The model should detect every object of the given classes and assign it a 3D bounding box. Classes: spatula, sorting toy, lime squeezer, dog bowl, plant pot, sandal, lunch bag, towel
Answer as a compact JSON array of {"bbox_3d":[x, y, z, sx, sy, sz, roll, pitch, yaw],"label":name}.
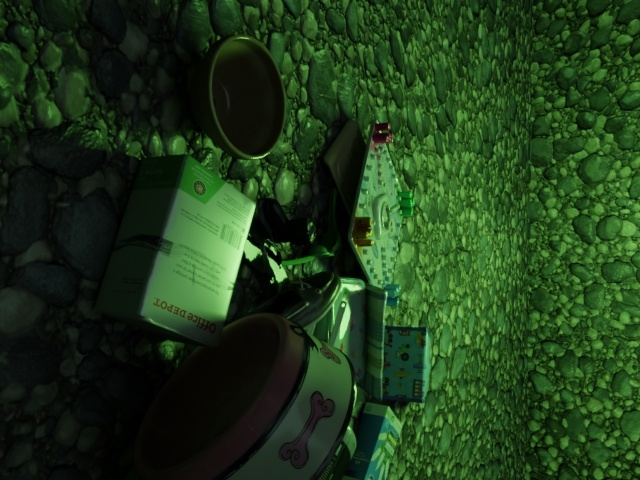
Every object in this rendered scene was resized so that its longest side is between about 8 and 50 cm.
[{"bbox_3d":[-0.036,0.237,1.504,0.019,0.168,0.242,155,-48,-78],"label":"spatula"},{"bbox_3d":[0.083,-0.191,1.786,0.208,0.038,0.193,61,43,-32],"label":"sorting toy"},{"bbox_3d":[0.000,0.000,1.635,0.310,0.058,0.110,-54,134,-42],"label":"lime squeezer"},{"bbox_3d":[-0.144,0.294,1.124,0.150,0.408,0.408,49,48,-21],"label":"dog bowl"},{"bbox_3d":[-0.177,-0.274,1.295,0.237,0.109,0.238,0,90,-57],"label":"plant pot"},{"bbox_3d":[-0.113,0.045,1.456,0.097,0.054,0.255,-62,139,-36],"label":"sandal"},{"bbox_3d":[0.032,0.229,1.644,0.224,0.107,0.279,5,87,-59],"label":"lunch bag"},{"bbox_3d":[0.296,0.394,2.069,0.293,0.138,0.221,33,60,-64],"label":"lunch bag"},{"bbox_3d":[0.126,0.253,1.736,0.034,0.209,0.285,0,93,-17],"label":"towel"}]

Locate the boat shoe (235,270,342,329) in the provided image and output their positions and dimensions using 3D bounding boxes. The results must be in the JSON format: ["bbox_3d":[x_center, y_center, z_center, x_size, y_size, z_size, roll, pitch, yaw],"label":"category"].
[{"bbox_3d":[-0.082,0.152,1.407,0.335,0.112,0.096,-40,118,-29],"label":"boat shoe"}]

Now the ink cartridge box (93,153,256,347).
[{"bbox_3d":[-0.250,0.023,1.174,0.211,0.121,0.289,38,59,-52],"label":"ink cartridge box"}]

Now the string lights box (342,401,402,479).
[{"bbox_3d":[0.141,0.606,1.854,0.133,0.076,0.260,58,45,-43],"label":"string lights box"}]

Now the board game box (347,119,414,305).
[{"bbox_3d":[0.182,-0.066,1.838,0.390,0.050,0.390,60,37,-52],"label":"board game box"}]

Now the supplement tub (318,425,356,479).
[{"bbox_3d":[-0.065,0.519,1.416,0.316,0.193,0.194,-55,135,-43],"label":"supplement tub"}]

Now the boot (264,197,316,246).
[{"bbox_3d":[-0.067,-0.041,1.485,0.045,0.099,0.121,-43,126,-51],"label":"boot"}]
